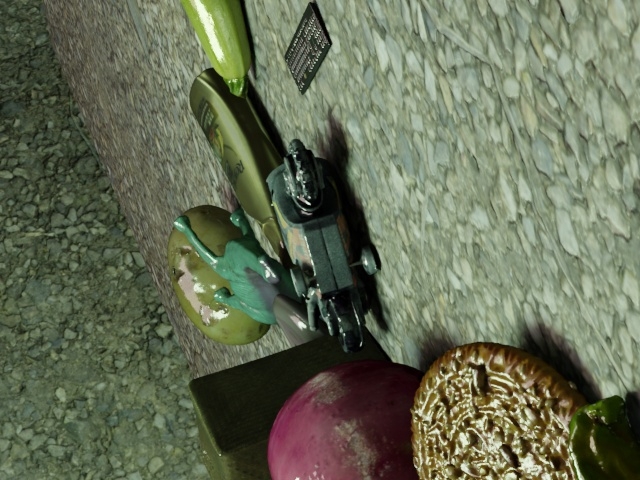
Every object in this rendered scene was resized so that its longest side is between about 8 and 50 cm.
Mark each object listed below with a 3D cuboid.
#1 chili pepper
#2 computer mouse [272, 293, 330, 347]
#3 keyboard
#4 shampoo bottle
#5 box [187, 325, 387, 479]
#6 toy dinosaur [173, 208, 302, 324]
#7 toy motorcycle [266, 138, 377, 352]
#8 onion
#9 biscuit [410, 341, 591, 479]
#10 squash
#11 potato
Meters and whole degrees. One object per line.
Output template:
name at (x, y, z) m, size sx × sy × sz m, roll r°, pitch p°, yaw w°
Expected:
chili pepper at (0.272, 0.238, 1.281) m, size 0.073 × 0.072 × 0.204 m, roll 115°, pitch 135°, yaw -67°
computer mouse at (0.000, 0.159, 2.184) m, size 0.120 × 0.057 × 0.232 m, roll 37°, pitch 163°, yaw 42°
keyboard at (-0.018, -0.244, 1.887) m, size 0.198 × 0.010 × 0.064 m, roll 129°, pitch 119°, yaw -74°
shampoo bottle at (-0.097, -0.107, 2.216) m, size 0.125 × 0.084 × 0.350 m, roll 99°, pitch 149°, yaw -54°
box at (-0.024, 0.253, 2.016) m, size 0.184 × 0.273 × 0.143 m, roll -126°, pitch 23°, yaw -53°
toy dinosaur at (-0.068, 0.091, 2.302) m, size 0.331 × 0.129 × 0.383 m, roll 39°, pitch 168°, yaw 50°
toy motorcycle at (0.000, 0.000, 1.962) m, size 0.173 × 0.108 × 0.307 m, roll -121°, pitch 16°, yaw -70°
onion at (0.051, 0.317, 1.770) m, size 0.358 × 0.345 × 0.358 m, roll -3°, pitch -90°, yaw -83°
biscuit at (0.192, 0.243, 1.471) m, size 0.305 × 0.038 × 0.305 m, roll 29°, pitch 129°, yaw 43°
squash at (-0.146, -0.308, 2.156) m, size 0.094 × 0.094 × 0.224 m, roll 41°, pitch 153°, yaw 64°
potato at (-0.180, 0.064, 2.596) m, size 0.262 × 0.165 × 0.165 m, roll 61°, pitch 164°, yaw 11°
